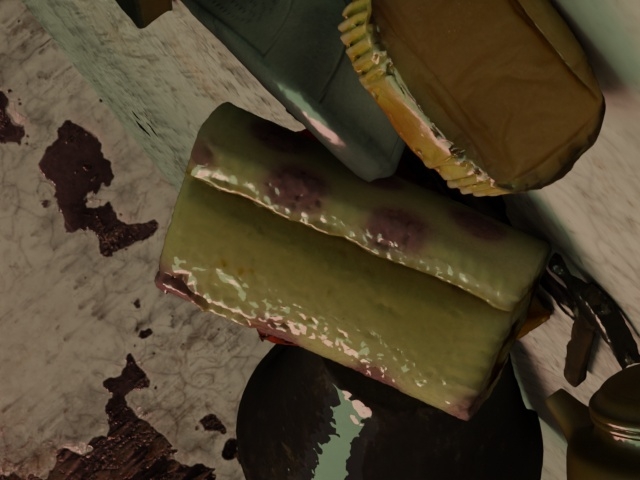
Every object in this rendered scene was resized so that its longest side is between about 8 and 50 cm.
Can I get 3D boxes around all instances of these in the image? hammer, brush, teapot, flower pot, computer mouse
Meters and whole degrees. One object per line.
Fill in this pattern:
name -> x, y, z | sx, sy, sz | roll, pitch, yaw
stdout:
hammer -> 0.254, 0.095, 1.901 | 0.125, 0.027, 0.297 | 52, 172, 14
brush -> -0.247, -0.346, 2.406 | 0.123, 0.059, 0.197 | 45, 171, 16
teapot -> 0.298, 0.167, 1.566 | 0.268, 0.185, 0.175 | 4, 109, 36
flower pot -> 0.085, 0.182, 2.304 | 0.379, 0.379, 0.251 | 46, 153, 23
computer mouse -> -0.014, -0.176, 1.767 | 0.188, 0.122, 0.371 | 45, 178, -31

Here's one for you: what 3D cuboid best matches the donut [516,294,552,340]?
donut -> 0.142, 0.083, 1.978 | 0.178, 0.162, 0.065 | -2, -111, -59

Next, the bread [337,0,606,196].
bread -> 0.104, -0.121, 1.373 | 0.190, 0.132, 0.114 | 54, 170, -6

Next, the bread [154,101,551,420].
bread -> 0.029, 0.019, 1.818 | 0.338, 0.187, 0.155 | 23, -161, 6

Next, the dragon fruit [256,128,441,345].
dragon fruit -> 0.009, -0.005, 2.023 | 0.241, 0.241, 0.252 | 52, 159, -13
